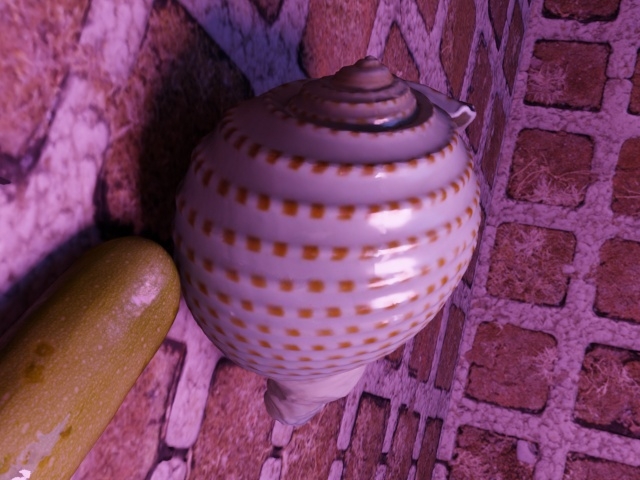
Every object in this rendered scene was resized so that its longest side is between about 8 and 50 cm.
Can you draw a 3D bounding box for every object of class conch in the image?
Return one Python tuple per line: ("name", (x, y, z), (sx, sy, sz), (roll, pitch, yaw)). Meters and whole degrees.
("conch", (-0.012, -0.012, 0.658), (0.319, 0.215, 0.303), (-51, -172, 32))

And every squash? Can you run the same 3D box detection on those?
("squash", (-0.176, 0.109, 0.466), (0.341, 0.094, 0.095), (-57, 149, -44))
